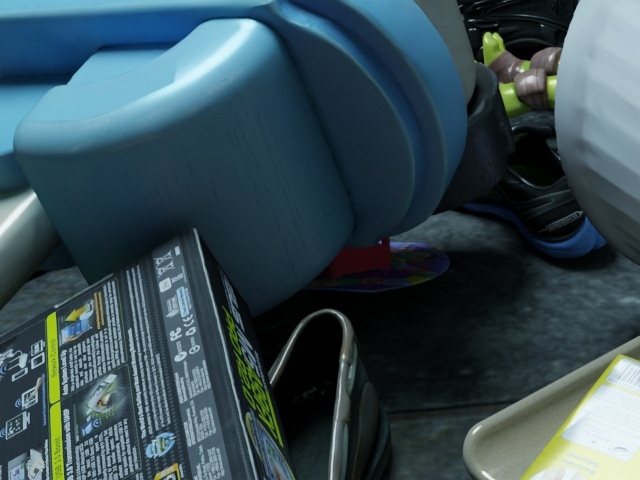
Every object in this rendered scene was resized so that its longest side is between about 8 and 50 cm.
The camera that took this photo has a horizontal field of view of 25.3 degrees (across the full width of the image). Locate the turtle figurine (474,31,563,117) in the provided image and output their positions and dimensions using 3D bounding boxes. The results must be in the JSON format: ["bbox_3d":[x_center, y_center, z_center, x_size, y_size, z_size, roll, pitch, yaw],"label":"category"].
[{"bbox_3d":[0.230,-0.134,1.126,0.217,0.087,0.269,1,36,28],"label":"turtle figurine"}]

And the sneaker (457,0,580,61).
[{"bbox_3d":[0.195,-0.215,1.276,0.271,0.100,0.108,-2,23,8],"label":"sneaker"}]

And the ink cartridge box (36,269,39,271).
[{"bbox_3d":[-0.217,-0.047,1.006,0.175,0.127,0.072,-27,32,-36],"label":"ink cartridge box"}]

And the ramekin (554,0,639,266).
[{"bbox_3d":[0.284,-0.072,0.790,0.277,0.277,0.135,-12,27,-11],"label":"ramekin"}]

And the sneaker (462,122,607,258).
[{"bbox_3d":[0.135,-0.053,1.000,0.067,0.078,0.188,-20,30,-25],"label":"sneaker"}]

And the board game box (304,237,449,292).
[{"bbox_3d":[0.000,0.000,0.940,0.168,0.033,0.133,2,13,16],"label":"board game box"}]

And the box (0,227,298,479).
[{"bbox_3d":[-0.119,0.126,0.647,0.216,0.060,0.270,-30,30,4],"label":"box"}]

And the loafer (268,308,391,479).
[{"bbox_3d":[-0.028,0.130,0.683,0.096,0.084,0.267,2,29,14],"label":"loafer"}]

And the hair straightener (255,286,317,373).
[{"bbox_3d":[-0.068,0.084,0.815,0.089,0.047,0.230,8,31,23],"label":"hair straightener"}]

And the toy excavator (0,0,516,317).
[{"bbox_3d":[-0.153,-0.026,0.829,0.433,0.222,0.445,2,41,30],"label":"toy excavator"}]

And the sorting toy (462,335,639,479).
[{"bbox_3d":[0.206,0.122,0.711,0.193,0.038,0.208,-23,37,-29],"label":"sorting toy"}]

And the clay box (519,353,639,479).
[{"bbox_3d":[0.123,0.156,0.598,0.127,0.053,0.222,20,56,40],"label":"clay box"}]
